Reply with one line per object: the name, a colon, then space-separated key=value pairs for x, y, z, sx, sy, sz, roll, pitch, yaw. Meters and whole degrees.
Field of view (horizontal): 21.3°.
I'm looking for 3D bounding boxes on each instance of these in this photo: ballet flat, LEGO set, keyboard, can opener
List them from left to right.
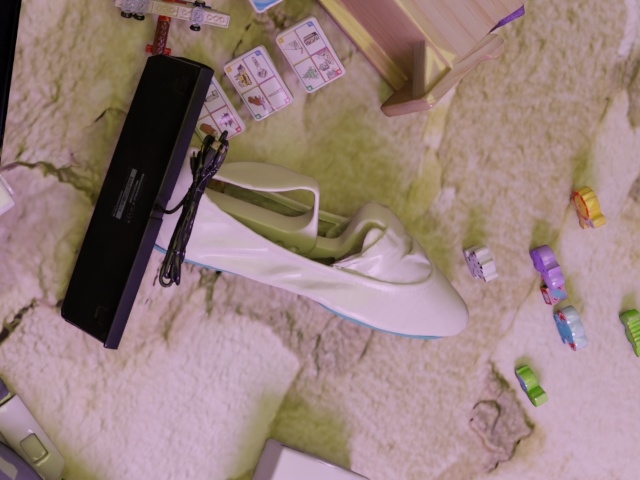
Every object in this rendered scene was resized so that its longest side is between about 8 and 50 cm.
can opener: x=-0.367 y=0.167 z=1.811 sx=0.076 sy=0.095 sz=0.283 roll=-37 pitch=109 yaw=-14
keyboard: x=-0.176 y=-0.037 z=1.799 sx=0.033 sy=0.201 sz=0.317 roll=16 pitch=95 yaw=-38
LEGO set: x=-0.110 y=-0.246 z=1.870 sx=0.182 sy=0.060 sz=0.244 roll=-29 pitch=113 yaw=9
ballet flat: x=0.000 y=0.000 z=1.873 sx=0.400 sy=0.139 sz=0.139 roll=19 pitch=88 yaw=-12

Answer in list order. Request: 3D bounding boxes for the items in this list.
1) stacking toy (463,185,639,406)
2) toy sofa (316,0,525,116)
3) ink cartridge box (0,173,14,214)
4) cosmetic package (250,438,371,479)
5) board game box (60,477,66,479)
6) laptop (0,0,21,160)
stacking toy: x=0.284 y=0.068 z=2.005 sx=0.167 sy=0.052 sz=0.221 roll=-25 pitch=99 yaw=-12
toy sofa: x=0.047 y=-0.323 z=1.875 sx=0.177 sy=0.150 sz=0.362 roll=-45 pitch=102 yaw=-14
ink cartridge box: x=-0.488 y=-0.043 z=1.762 sx=0.278 sy=0.117 sz=0.201 roll=-36 pitch=100 yaw=-10
cosmetic package: x=-0.043 y=0.352 z=1.916 sx=0.117 sy=0.085 sz=0.231 roll=24 pitch=84 yaw=-15
board game box: x=-0.310 y=0.391 z=1.835 sx=0.259 sy=0.030 sz=0.136 roll=-50 pitch=126 yaw=0
laptop: x=-0.552 y=-0.105 z=1.676 sx=0.408 sy=0.236 sz=0.382 roll=6 pitch=87 yaw=17
